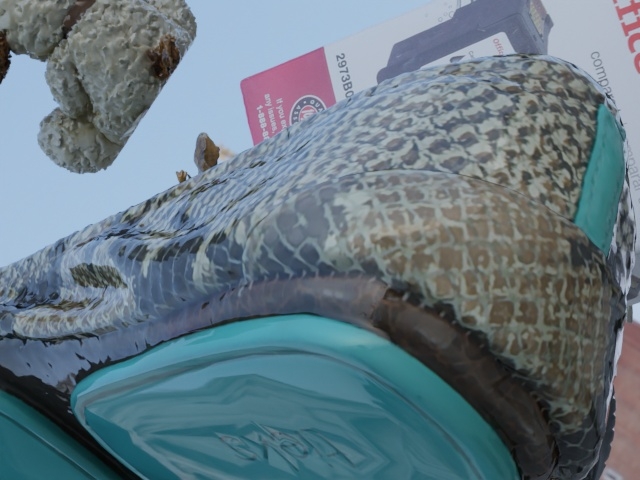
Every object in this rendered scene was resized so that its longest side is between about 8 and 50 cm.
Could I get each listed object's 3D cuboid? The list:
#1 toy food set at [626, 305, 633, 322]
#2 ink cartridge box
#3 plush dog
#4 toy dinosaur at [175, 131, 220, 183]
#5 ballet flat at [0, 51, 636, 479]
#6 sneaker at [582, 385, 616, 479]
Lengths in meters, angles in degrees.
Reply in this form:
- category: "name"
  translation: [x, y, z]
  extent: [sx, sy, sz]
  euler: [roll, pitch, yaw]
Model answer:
- category: "toy food set"
  translation: [0.278, -0.029, 1.173]
  extent: [0.132, 0.038, 0.192]
  euler: [-75, -18, -51]
- category: "ink cartridge box"
  translation: [0.095, -0.040, 0.659]
  extent: [0.237, 0.172, 0.100]
  euler: [-20, -20, 18]
- category: "plush dog"
  translation: [-0.273, -0.238, 1.404]
  extent: [0.262, 0.225, 0.210]
  euler: [-59, 10, -16]
- category: "toy dinosaur"
  translation: [-0.096, -0.013, 1.214]
  extent: [0.064, 0.112, 0.211]
  euler: [-45, -49, -20]
- category: "ballet flat"
  translation: [-0.067, 0.048, 0.521]
  extent: [0.164, 0.483, 0.182]
  euler: [47, -131, -20]
- category: "sneaker"
  translation: [0.161, 0.190, 1.008]
  extent: [0.139, 0.125, 0.341]
  euler: [-15, -80, -43]
